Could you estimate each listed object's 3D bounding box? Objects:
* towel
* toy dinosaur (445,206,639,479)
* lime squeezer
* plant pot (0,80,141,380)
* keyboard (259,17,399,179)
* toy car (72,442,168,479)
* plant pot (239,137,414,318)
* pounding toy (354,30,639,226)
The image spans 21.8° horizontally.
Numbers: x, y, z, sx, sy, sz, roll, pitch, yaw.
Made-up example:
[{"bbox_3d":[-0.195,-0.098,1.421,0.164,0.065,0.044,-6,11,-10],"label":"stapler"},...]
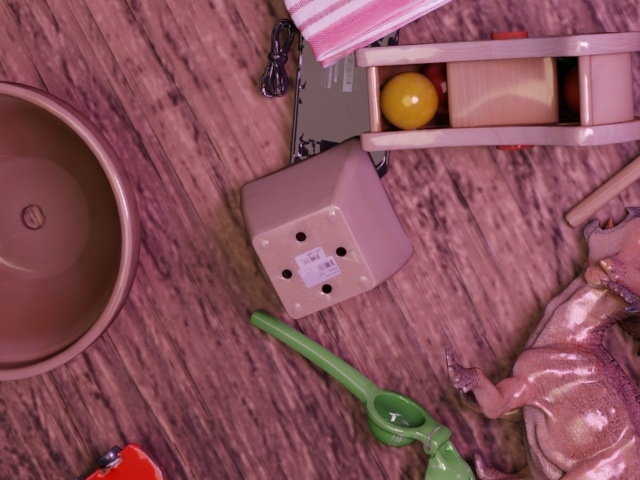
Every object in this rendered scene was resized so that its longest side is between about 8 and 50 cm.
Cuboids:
[{"bbox_3d":[0.018,-0.249,1.279,0.144,0.029,0.197,-28,84,5],"label":"towel"},{"bbox_3d":[0.210,0.140,1.266,0.200,0.127,0.296,-12,101,6],"label":"toy dinosaur"},{"bbox_3d":[0.061,0.172,1.340,0.110,0.059,0.310,-28,93,49],"label":"lime squeezer"},{"bbox_3d":[-0.250,-0.014,1.341,0.237,0.110,0.237,2,100,11],"label":"plant pot"},{"bbox_3d":[0.007,-0.141,1.314,0.108,0.023,0.180,5,98,5],"label":"keyboard"},{"bbox_3d":[-0.253,0.251,1.410,0.225,0.053,0.239,19,101,9],"label":"toy car"},{"bbox_3d":[0.000,0.000,1.286,0.109,0.096,0.109,-22,106,14],"label":"plant pot"},{"bbox_3d":[0.163,-0.077,1.222,0.269,0.154,0.155,-2,98,13],"label":"pounding toy"}]
